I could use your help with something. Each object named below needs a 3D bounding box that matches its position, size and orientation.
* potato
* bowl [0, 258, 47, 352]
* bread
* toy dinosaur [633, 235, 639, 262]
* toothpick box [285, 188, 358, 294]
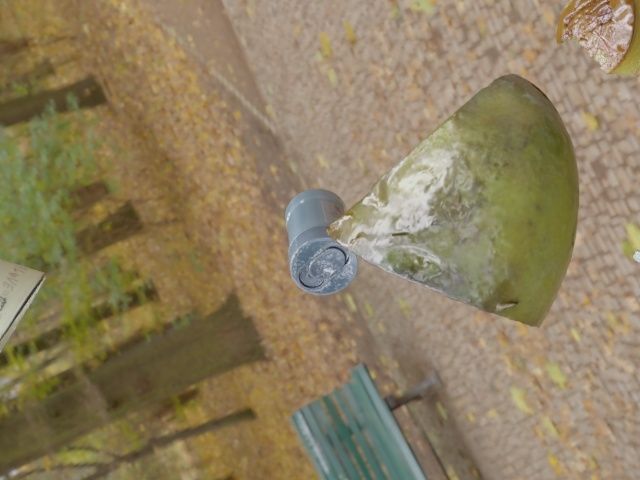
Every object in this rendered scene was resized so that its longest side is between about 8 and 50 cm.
[{"bbox_3d":[0.166,-0.068,1.133,0.269,0.255,0.112,23,-175,11],"label":"potato"},{"bbox_3d":[-0.534,0.122,1.585,0.126,0.237,0.238,32,169,-8],"label":"bowl"},{"bbox_3d":[0.414,-0.314,1.476,0.156,0.086,0.125,54,131,51],"label":"bread"},{"bbox_3d":[0.453,0.012,1.274,0.187,0.106,0.044,39,137,14],"label":"toy dinosaur"},{"bbox_3d":[0.000,0.000,1.548,0.153,0.101,0.101,-97,-8,-59],"label":"toothpick box"}]
